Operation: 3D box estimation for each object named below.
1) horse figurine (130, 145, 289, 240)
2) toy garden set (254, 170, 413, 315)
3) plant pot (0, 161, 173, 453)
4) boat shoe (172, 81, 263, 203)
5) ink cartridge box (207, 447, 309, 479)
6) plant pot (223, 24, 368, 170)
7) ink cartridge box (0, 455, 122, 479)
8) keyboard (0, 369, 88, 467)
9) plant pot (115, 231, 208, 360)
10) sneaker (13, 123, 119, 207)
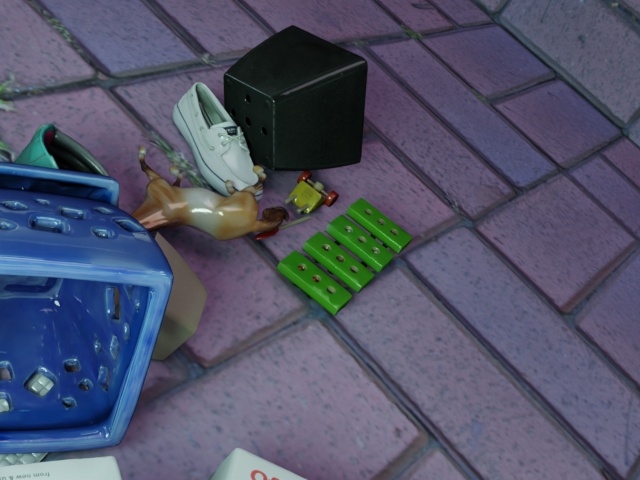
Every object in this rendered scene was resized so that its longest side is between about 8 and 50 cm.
[{"bbox_3d":[-0.162,-0.052,1.197,0.264,0.066,0.174,11,35,-13],"label":"horse figurine"},{"bbox_3d":[0.000,0.000,1.320,0.204,0.049,0.244,38,40,11],"label":"toy garden set"},{"bbox_3d":[-0.301,0.053,0.844,0.236,0.235,0.212,4,34,-30],"label":"plant pot"},{"bbox_3d":[-0.157,-0.153,1.342,0.083,0.075,0.226,-16,59,-48],"label":"boat shoe"},{"bbox_3d":[-0.045,0.359,0.803,0.198,0.114,0.272,28,36,-10],"label":"ink cartridge box"},{"bbox_3d":[-0.051,-0.213,1.390,0.167,0.187,0.188,-27,45,-34],"label":"plant pot"},{"bbox_3d":[-0.234,0.328,0.612,0.197,0.198,0.270,4,47,-37],"label":"ink cartridge box"},{"bbox_3d":[-0.315,0.208,0.844,0.072,0.014,0.256,36,35,1],"label":"keyboard"},{"bbox_3d":[-0.198,0.077,1.024,0.096,0.109,0.109,38,33,-20],"label":"plant pot"},{"bbox_3d":[-0.357,-0.053,0.970,0.296,0.178,0.123,6,45,-35],"label":"sneaker"}]
